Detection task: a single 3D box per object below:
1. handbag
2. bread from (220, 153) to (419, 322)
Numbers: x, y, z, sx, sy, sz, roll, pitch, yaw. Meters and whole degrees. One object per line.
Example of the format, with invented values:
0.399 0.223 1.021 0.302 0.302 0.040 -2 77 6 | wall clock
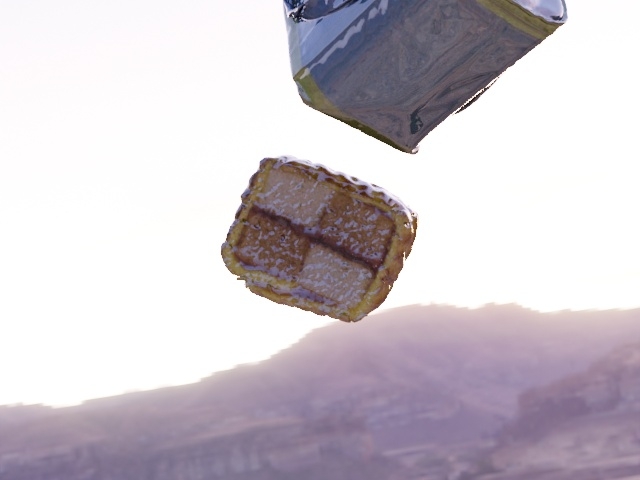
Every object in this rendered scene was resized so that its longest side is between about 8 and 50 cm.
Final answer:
0.102 -0.257 1.296 0.222 0.263 0.241 27 -47 -32 | handbag
0.000 0.000 1.527 0.222 0.182 0.096 21 10 12 | bread
